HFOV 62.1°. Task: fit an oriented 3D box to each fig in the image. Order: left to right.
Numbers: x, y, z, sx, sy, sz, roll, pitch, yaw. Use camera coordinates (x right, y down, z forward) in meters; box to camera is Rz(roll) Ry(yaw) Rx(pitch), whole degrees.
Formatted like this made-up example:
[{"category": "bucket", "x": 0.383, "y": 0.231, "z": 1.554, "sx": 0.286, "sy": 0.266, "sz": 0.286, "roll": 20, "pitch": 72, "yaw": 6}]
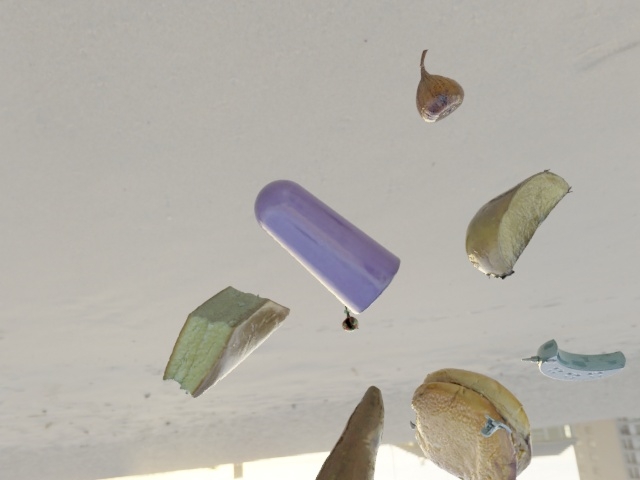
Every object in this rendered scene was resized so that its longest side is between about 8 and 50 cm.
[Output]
[{"category": "fig", "x": 0.330, "y": -0.462, "z": 1.601, "sx": 0.146, "sy": 0.201, "sz": 0.134, "roll": -35, "pitch": 180, "yaw": -33}]

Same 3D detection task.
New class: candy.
[{"category": "candy", "x": 0.090, "y": 0.240, "z": 1.809, "sx": 0.056, "sy": 0.184, "sz": 0.049, "roll": -8, "pitch": 127, "yaw": -5}]

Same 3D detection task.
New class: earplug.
[{"category": "earplug", "x": 0.000, "y": 0.000, "z": 1.563, "sx": 0.456, "sy": 0.215, "sz": 0.215, "roll": 39, "pitch": 154, "yaw": -5}]

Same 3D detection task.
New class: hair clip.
[{"category": "hair clip", "x": 0.361, "y": 0.388, "z": 1.099, "sx": 0.039, "sy": 0.030, "sz": 0.115, "roll": -52, "pitch": 138, "yaw": 8}]

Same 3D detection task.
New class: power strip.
[{"category": "power strip", "x": 0.576, "y": 0.281, "z": 1.236, "sx": 0.216, "sy": 0.044, "sz": 0.137, "roll": 10, "pitch": 145, "yaw": -6}]

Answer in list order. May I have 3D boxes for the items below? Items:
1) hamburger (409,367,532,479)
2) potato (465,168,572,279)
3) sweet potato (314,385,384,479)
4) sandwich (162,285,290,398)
[{"category": "hamburger", "x": 0.358, "y": 0.461, "z": 1.305, "sx": 0.170, "sy": 0.289, "sz": 0.314, "roll": -22, "pitch": -155, "yaw": -40}, {"category": "potato", "x": 0.360, "y": -0.043, "z": 1.038, "sx": 0.098, "sy": 0.243, "sz": 0.138, "roll": 46, "pitch": 161, "yaw": -11}, {"category": "sweet potato", "x": 0.032, "y": 0.290, "z": 0.632, "sx": 0.077, "sy": 0.243, "sz": 0.077, "roll": 25, "pitch": 147, "yaw": 18}, {"category": "sandwich", "x": -0.150, "y": 0.145, "z": 0.891, "sx": 0.094, "sy": 0.096, "sz": 0.258, "roll": 17, "pitch": -148, "yaw": 24}]
